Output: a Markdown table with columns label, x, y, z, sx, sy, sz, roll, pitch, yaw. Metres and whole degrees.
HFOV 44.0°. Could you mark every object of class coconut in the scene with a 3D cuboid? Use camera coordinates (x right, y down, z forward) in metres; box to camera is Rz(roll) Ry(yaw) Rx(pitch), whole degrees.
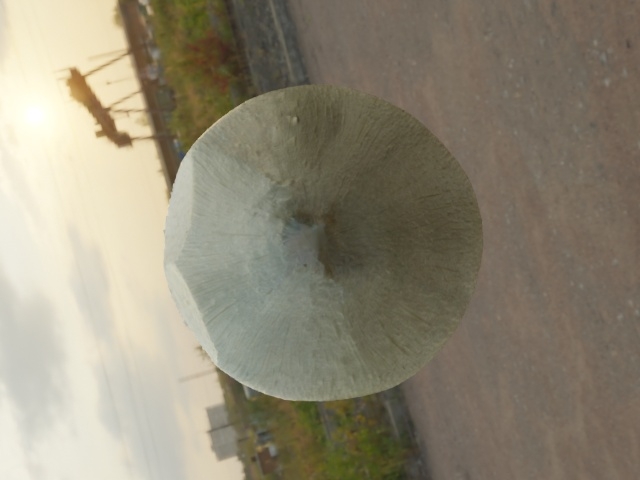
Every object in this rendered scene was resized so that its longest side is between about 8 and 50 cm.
| label | x | y | z | sx | sy | sz | roll | pitch | yaw |
| --- | --- | --- | --- | --- | --- | --- | --- | --- | --- |
| coconut | 0.000 | 0.000 | 0.616 | 0.266 | 0.237 | 0.237 | -106 | 1 | -85 |
